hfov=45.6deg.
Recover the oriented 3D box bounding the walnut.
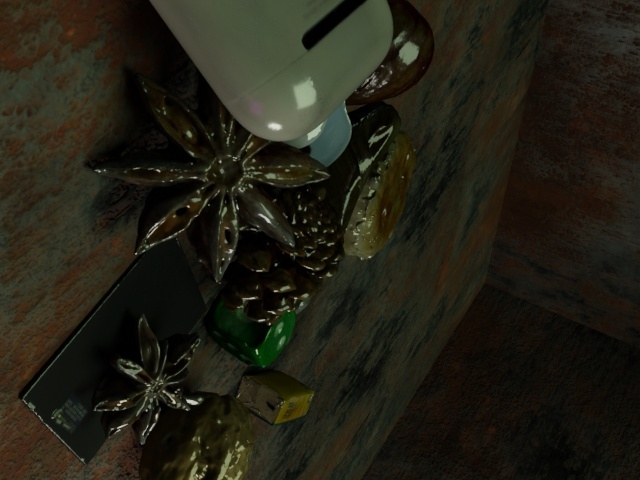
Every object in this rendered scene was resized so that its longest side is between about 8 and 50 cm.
[{"bbox_3d":[-0.227,0.392,1.393,0.245,0.198,0.198,-64,158,-12],"label":"walnut"}]

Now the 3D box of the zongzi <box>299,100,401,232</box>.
[{"bbox_3d":[0.074,-0.129,1.405,0.221,0.242,0.112,-29,153,10],"label":"zongzi"}]

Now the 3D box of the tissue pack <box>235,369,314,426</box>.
[{"bbox_3d":[-0.102,0.352,1.721,0.082,0.120,0.169,-66,157,4],"label":"tissue pack"}]

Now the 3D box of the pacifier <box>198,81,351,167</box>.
[{"bbox_3d":[-0.063,-0.244,1.185,0.226,0.238,0.287,-92,-177,-64],"label":"pacifier"}]

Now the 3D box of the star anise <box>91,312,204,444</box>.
[{"bbox_3d":[-0.272,0.225,1.211,0.209,0.089,0.231,-40,142,-26],"label":"star anise"}]

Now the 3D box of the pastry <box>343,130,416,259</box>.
[{"bbox_3d":[0.108,-0.112,1.698,0.330,0.136,0.330,-54,155,-41],"label":"pastry"}]

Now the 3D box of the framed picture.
[{"bbox_3d":[-0.309,0.168,1.211,0.339,0.014,0.255,-55,155,-28],"label":"framed picture"}]

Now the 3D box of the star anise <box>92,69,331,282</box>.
[{"bbox_3d":[-0.145,-0.103,1.049,0.332,0.331,0.117,-68,-158,5],"label":"star anise"}]

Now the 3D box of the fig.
[{"bbox_3d":[0.046,-0.310,1.377,0.321,0.217,0.217,-42,163,15],"label":"fig"}]

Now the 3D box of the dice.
[{"bbox_3d":[-0.129,0.157,1.454,0.131,0.128,0.120,-57,158,-25],"label":"dice"}]

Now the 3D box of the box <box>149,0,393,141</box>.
[{"bbox_3d":[-0.068,-0.315,0.927,0.349,0.141,0.289,54,51,-18],"label":"box"}]

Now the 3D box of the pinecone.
[{"bbox_3d":[-0.085,0.008,1.287,0.244,0.244,0.309,-35,159,-52],"label":"pinecone"}]

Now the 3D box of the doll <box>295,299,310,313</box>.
[{"bbox_3d":[-0.052,0.114,1.667,0.180,0.079,0.094,-43,150,-67],"label":"doll"}]
